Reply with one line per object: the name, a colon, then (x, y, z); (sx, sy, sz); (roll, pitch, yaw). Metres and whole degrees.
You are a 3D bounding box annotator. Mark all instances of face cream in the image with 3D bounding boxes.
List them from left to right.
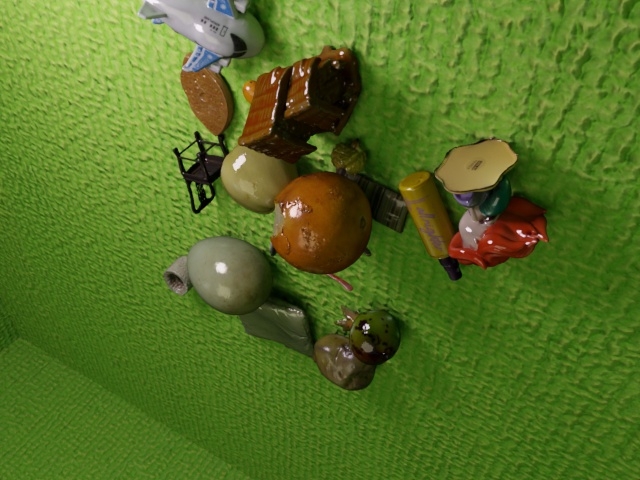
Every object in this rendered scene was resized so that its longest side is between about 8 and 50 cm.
face cream: (0.260, -0.023, 1.405); (0.078, 0.078, 0.273); (-3, 125, 41)

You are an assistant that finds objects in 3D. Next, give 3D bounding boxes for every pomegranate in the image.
pomegranate: (0.124, 0.260, 1.735); (0.220, 0.156, 0.156); (15, 135, 34)

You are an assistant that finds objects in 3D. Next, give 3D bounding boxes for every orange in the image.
orange: (0.002, -0.040, 1.415); (0.240, 0.240, 0.240); (22, 138, 21)

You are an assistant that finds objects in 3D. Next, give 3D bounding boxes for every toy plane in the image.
toy plane: (-0.246, -0.464, 1.331); (0.267, 0.123, 0.267); (7, 144, 5)

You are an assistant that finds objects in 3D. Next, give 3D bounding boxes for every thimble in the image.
thimble: (-0.469, 0.118, 2.125); (0.102, 0.090, 0.115); (31, 139, 6)

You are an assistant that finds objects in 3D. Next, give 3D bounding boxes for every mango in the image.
mango: (-0.143, -0.336, 1.464); (0.089, 0.046, 0.060); (44, 145, -25)

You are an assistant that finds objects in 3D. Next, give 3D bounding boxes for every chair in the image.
chair: (-0.307, -0.173, 1.704); (0.113, 0.106, 0.229); (16, 137, 30)

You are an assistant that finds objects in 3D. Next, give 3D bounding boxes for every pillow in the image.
pillow: (-0.149, 0.259, 2.009); (0.280, 0.076, 0.274); (17, 146, 22)
pillow: (0.116, -0.099, 1.482); (0.203, 0.038, 0.113); (28, 140, 16)

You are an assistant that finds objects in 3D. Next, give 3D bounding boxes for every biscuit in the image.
biscuit: (-0.281, -0.362, 1.559); (0.142, 0.029, 0.221); (6, 130, 37)

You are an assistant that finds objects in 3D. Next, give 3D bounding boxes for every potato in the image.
potato: (0.072, 0.365, 1.891); (0.200, 0.137, 0.155); (20, 107, 24)

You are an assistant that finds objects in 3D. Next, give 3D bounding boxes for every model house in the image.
model house: (-0.042, -0.267, 1.306); (0.199, 0.229, 0.220); (7, 132, 42)

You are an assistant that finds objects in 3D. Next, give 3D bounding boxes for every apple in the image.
apple: (-0.148, -0.163, 1.518); (0.200, 0.200, 0.200); (22, 138, 21)

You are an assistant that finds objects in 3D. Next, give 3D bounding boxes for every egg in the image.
egg: (-0.274, 0.094, 1.846); (0.295, 0.218, 0.218); (32, 142, 31)

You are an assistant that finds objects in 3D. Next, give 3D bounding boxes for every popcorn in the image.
popcorn: (0.069, -0.195, 1.405); (0.084, 0.084, 0.084); (22, 138, 21)

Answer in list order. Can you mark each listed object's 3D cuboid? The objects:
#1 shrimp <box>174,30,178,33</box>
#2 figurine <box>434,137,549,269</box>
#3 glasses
shrimp: (-0.330, -0.549, 1.403); (0.132, 0.052, 0.187); (31, 143, 11)
figurine: (0.342, -0.048, 1.249); (0.208, 0.181, 0.257); (-15, 128, 14)
glasses: (0.000, 0.000, 1.640); (0.268, 0.118, 0.234); (26, 138, 3)
